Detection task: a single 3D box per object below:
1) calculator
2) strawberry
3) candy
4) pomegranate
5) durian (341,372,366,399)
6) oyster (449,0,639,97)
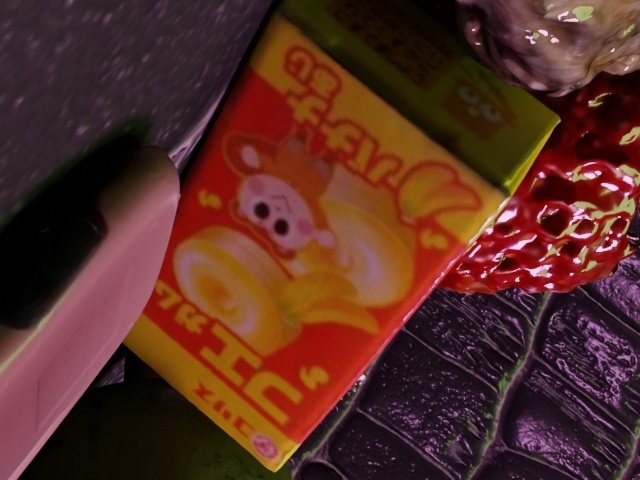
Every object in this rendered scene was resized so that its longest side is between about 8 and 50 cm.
[{"bbox_3d":[-0.159,0.091,0.469,0.330,0.048,0.220,-51,175,-27],"label":"calculator"},{"bbox_3d":[0.094,-0.078,0.735,0.261,0.257,0.261,9,90,-88],"label":"strawberry"},{"bbox_3d":[-0.006,-0.002,0.623,0.088,0.146,0.276,-46,172,-48],"label":"candy"},{"bbox_3d":[-0.116,0.166,0.759,0.202,0.202,0.248,-54,-158,36],"label":"pomegranate"},{"bbox_3d":[-0.021,0.100,1.232,0.196,0.167,0.196,-35,-178,1],"label":"durian"},{"bbox_3d":[0.070,-0.129,0.492,0.094,0.166,0.294,-48,165,27],"label":"oyster"}]
